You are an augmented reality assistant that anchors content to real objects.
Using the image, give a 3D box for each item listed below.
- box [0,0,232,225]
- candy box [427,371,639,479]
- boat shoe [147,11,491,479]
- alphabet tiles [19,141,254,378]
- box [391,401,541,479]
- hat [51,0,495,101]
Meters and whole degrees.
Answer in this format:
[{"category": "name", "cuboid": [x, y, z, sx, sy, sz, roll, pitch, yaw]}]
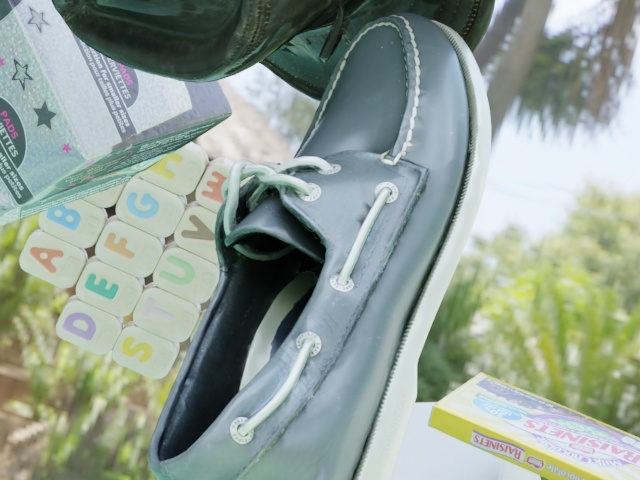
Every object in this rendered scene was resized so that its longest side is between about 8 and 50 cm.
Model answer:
[{"category": "box", "cuboid": [-0.206, -0.159, 1.087, 0.142, 0.247, 0.163, -28, -2, 40]}, {"category": "candy box", "cuboid": [0.206, 0.175, 1.295, 0.206, 0.027, 0.105, 21, 24, 25]}, {"category": "boat shoe", "cuboid": [0.000, 0.000, 0.731, 0.099, 0.319, 0.116, 33, -34, -28]}, {"category": "alphabet tiles", "cuboid": [-0.178, 0.022, 1.647, 0.278, 0.284, 0.021, 26, 25, -8]}, {"category": "box", "cuboid": [0.123, 0.337, 1.535, 0.215, 0.168, 0.345, -4, -46, 21]}, {"category": "hat", "cuboid": [-0.070, -0.164, 0.830, 0.331, 0.134, 0.331, 31, -29, 20]}]
